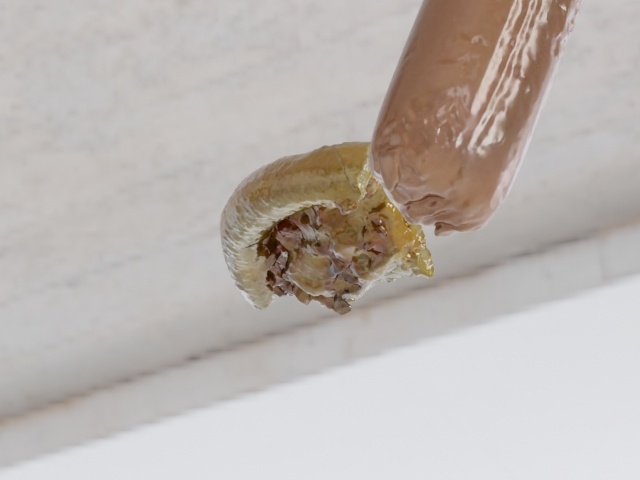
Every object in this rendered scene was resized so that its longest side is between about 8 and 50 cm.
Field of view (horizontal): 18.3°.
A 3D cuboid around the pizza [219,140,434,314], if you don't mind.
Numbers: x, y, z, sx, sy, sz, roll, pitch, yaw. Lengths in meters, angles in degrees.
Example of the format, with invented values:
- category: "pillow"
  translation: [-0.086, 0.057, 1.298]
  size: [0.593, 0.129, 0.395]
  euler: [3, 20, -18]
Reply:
- category: "pizza"
  translation: [0.000, 0.000, 1.820]
  size: [0.182, 0.074, 0.365]
  euler: [37, 155, -10]

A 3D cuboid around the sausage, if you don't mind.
- category: "sausage"
  translation: [0.104, -0.137, 1.105]
  size: [0.086, 0.289, 0.086]
  euler: [21, 161, 7]
